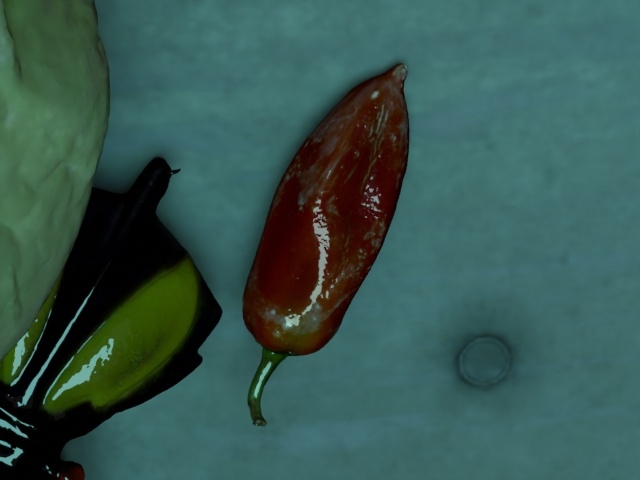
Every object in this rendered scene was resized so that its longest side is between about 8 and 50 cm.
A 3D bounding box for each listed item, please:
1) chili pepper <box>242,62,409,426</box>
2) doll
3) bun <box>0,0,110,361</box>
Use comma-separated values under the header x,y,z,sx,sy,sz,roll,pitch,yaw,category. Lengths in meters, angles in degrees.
x,y,z,sx,sy,sz,roll,pitch,yaw,category
-0.001,0.000,0.960,0.059,0.050,0.191,24,92,-7,chili pepper
-0.136,0.068,0.937,0.127,0.088,0.249,39,84,-38,doll
-0.248,-0.081,0.770,0.361,0.213,0.361,0,89,-14,bun
